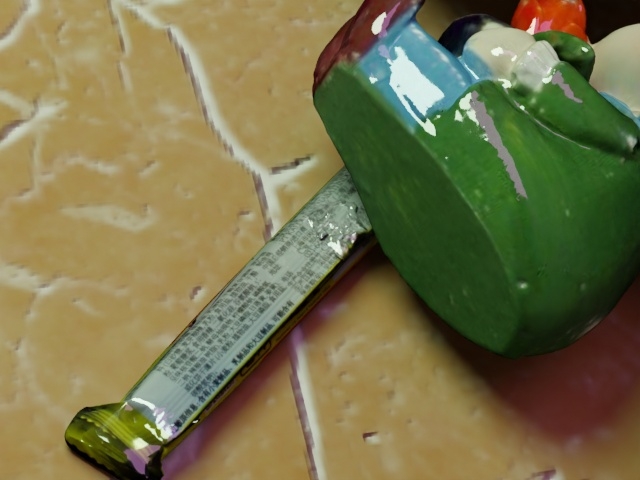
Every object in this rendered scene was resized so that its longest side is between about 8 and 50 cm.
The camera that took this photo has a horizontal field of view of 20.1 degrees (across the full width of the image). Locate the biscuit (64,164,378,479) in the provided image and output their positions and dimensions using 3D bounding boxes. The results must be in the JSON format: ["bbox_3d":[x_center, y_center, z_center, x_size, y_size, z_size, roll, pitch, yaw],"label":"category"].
[{"bbox_3d":[0.000,0.000,0.786,0.048,0.026,0.292,37,56,12],"label":"biscuit"}]

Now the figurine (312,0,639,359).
[{"bbox_3d":[0.124,-0.059,0.798,0.234,0.127,0.185,-29,73,-26],"label":"figurine"}]
